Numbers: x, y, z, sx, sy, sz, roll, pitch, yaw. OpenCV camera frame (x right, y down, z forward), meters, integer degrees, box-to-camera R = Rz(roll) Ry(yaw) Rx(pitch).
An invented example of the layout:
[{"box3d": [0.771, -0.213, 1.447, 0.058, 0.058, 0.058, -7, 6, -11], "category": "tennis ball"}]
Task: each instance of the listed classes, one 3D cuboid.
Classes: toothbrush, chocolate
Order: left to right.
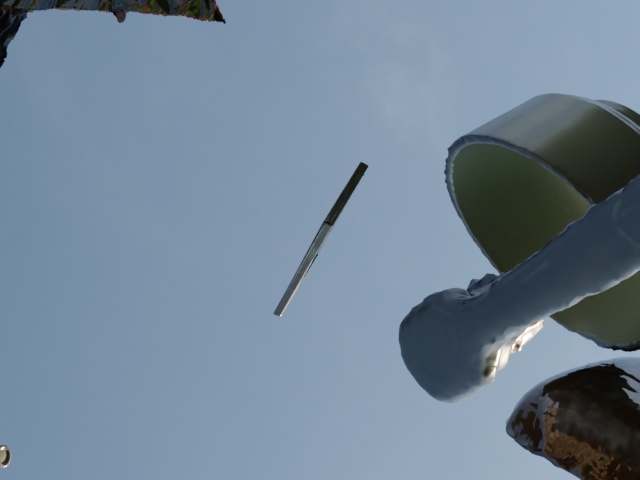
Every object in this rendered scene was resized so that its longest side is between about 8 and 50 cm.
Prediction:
[{"box3d": [0.248, 0.136, 1.145, 0.254, 0.157, 0.080, 6, -70, -63], "category": "chocolate"}, {"box3d": [0.082, -0.016, 0.296, 0.030, 0.297, 0.030, -33, -96, -27], "category": "toothbrush"}]

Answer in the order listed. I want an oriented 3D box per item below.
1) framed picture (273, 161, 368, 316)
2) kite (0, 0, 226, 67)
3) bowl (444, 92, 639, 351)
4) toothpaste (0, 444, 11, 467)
[{"box3d": [0.000, 0.000, 0.913, 0.006, 0.089, 0.066, 30, -138, 1], "category": "framed picture"}, {"box3d": [-0.174, -0.206, 1.023, 0.016, 0.321, 0.234, 51, -126, -50], "category": "kite"}, {"box3d": [0.204, -0.029, 1.138, 0.112, 0.211, 0.211, -44, -73, -19], "category": "bowl"}, {"box3d": [-0.234, 0.138, 0.957, 0.024, 0.083, 0.015, 62, -144, -38], "category": "toothpaste"}]
